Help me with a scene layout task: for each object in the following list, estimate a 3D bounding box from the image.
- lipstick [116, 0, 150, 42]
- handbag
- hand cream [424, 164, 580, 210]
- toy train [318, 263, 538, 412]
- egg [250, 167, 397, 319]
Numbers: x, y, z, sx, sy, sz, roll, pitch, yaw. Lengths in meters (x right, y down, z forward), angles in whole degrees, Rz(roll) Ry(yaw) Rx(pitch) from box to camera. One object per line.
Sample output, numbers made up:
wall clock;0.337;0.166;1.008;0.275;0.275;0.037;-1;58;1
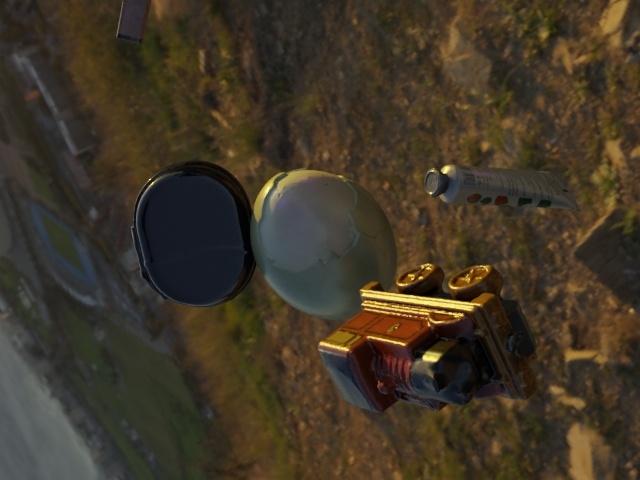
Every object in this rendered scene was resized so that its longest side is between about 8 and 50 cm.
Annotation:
lipstick;-0.300;-0.402;1.507;0.045;0.045;0.145;-108;32;-71
handbag;-0.260;-0.011;1.901;0.093;0.254;0.308;-134;32;-81
hand cream;0.291;-0.085;1.465;0.059;0.276;0.095;-65;35;38
toy train;0.150;0.155;1.363;0.369;0.231;0.163;2;123;61
egg;0.000;0.000;1.833;0.278;0.278;0.336;29;169;43
